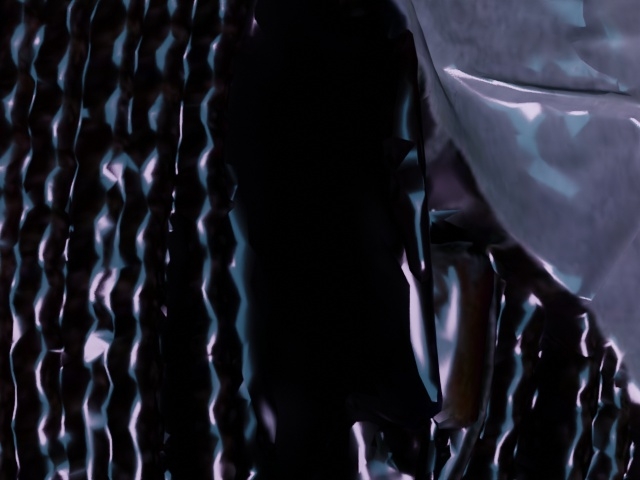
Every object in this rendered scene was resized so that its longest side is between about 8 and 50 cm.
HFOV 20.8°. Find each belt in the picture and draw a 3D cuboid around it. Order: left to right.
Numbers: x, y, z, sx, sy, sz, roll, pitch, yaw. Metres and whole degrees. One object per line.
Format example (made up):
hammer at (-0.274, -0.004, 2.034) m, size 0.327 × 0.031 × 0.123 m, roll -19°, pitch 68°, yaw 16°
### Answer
belt at (0.000, 0.000, 0.406) m, size 0.184 × 0.164 × 0.289 m, roll 2°, pitch 87°, yaw -17°
